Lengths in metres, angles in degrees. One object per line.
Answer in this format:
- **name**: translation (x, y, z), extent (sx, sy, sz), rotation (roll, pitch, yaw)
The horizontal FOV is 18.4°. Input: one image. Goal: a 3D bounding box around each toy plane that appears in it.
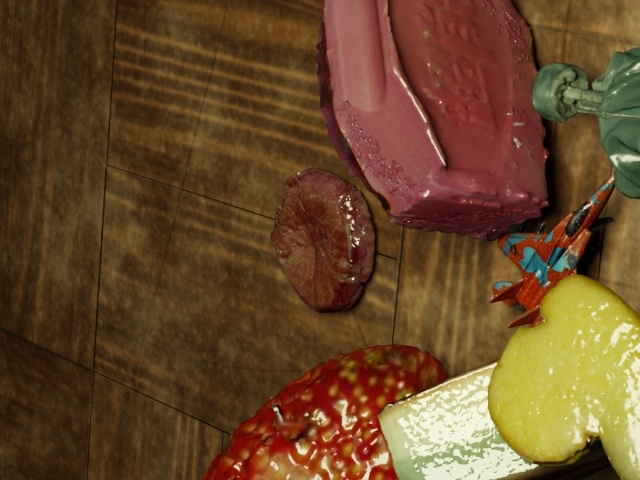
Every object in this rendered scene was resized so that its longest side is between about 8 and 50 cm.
- **toy plane**: translation (0.216, 0.011, 1.726), extent (0.189, 0.061, 0.130), rotation (-55, 54, 32)

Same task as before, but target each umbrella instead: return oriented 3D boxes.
- **umbrella**: translation (0.306, -0.088, 1.566), extent (0.349, 0.143, 0.094), rotation (16, 138, 48)

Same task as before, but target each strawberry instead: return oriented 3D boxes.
- **strawberry**: translation (-0.009, 0.261, 1.849), extent (0.292, 0.292, 0.343), rotation (29, 119, 44)

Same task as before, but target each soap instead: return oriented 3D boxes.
- **soap**: translation (0.096, -0.154, 1.751), extent (0.112, 0.182, 0.289), rotation (-34, 53, 47)

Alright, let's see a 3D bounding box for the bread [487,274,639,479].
- **bread**: translation (0.219, 0.129, 1.556), extent (0.149, 0.065, 0.187), rotation (-45, 58, 11)

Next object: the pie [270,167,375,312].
- **pie**: translation (0.000, 0.000, 1.988), extent (0.153, 0.038, 0.153), rotation (7, 99, 51)

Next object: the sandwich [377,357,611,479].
- **sandwich**: translation (0.189, 0.143, 1.649), extent (0.186, 0.220, 0.108), rotation (-34, 67, 46)
